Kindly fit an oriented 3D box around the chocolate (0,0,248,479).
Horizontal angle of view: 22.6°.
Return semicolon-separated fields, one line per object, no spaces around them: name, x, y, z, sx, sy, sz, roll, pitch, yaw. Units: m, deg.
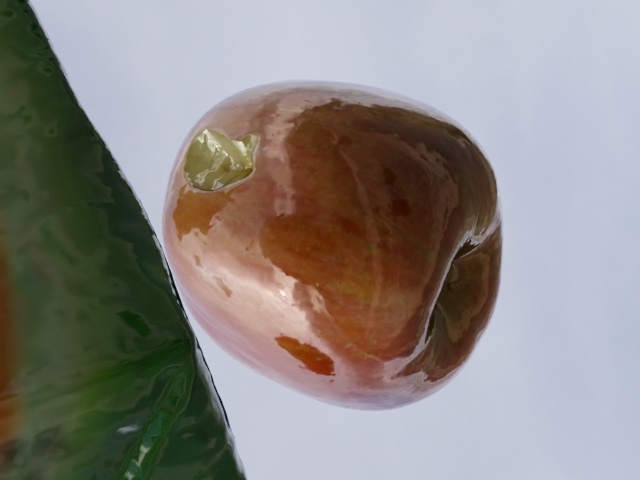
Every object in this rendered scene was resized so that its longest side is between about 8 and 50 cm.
chocolate;-0.246;0.028;0.742;0.341;0.161;0.360;-17;-127;-19

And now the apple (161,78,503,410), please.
apple;0.000;0.000;1.140;0.242;0.241;0.242;-38;-44;-48
